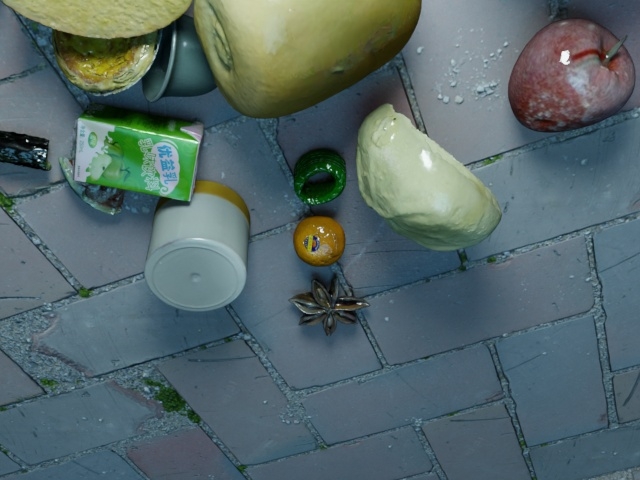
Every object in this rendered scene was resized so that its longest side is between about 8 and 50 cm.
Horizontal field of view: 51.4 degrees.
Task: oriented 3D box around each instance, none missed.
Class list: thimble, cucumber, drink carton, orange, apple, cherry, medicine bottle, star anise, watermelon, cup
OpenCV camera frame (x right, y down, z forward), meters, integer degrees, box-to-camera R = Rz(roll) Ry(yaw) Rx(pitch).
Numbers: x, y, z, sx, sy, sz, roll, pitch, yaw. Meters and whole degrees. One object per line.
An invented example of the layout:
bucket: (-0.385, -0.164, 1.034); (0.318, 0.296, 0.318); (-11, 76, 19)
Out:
thimble: (-0.003, -0.147, 1.569); (0.118, 0.090, 0.130); (22, 124, -18)
cucumber: (-0.753, -0.213, 1.469); (0.304, 0.072, 0.081); (8, 130, -11)
drink carton: (-0.403, -0.201, 1.472); (0.271, 0.108, 0.161); (10, 122, -11)
orange: (-0.001, 0.002, 1.679); (0.136, 0.117, 0.135); (1, 92, 20)
apple: (-0.367, -0.507, 1.119); (0.309, 0.252, 0.313); (6, 95, -23)
cherry: (0.521, -0.340, 1.367); (0.236, 0.212, 0.285); (36, 145, -7)
medicine bottle: (-0.290, 0.014, 1.592); (0.238, 0.231, 0.237); (-2, 131, -2)
star anise: (0.015, 0.188, 1.867); (0.197, 0.073, 0.212); (-38, 120, 21)
watermelon: (-0.520, -0.135, 1.559); (0.139, 0.071, 0.187); (-32, 125, 16)
cup: (-0.257, -0.364, 1.328); (0.150, 0.199, 0.199); (3, 133, -31)

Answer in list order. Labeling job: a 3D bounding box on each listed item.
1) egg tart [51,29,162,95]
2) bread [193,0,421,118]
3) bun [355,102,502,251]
egg tart: (-0.406, -0.391, 1.287); (0.234, 0.234, 0.094); (-17, 172, 10)
bread: (-0.009, -0.400, 1.183); (0.376, 0.253, 0.348); (-32, 149, -24)
bun: (0.204, -0.111, 1.428); (0.364, 0.364, 0.202); (38, 99, -30)
